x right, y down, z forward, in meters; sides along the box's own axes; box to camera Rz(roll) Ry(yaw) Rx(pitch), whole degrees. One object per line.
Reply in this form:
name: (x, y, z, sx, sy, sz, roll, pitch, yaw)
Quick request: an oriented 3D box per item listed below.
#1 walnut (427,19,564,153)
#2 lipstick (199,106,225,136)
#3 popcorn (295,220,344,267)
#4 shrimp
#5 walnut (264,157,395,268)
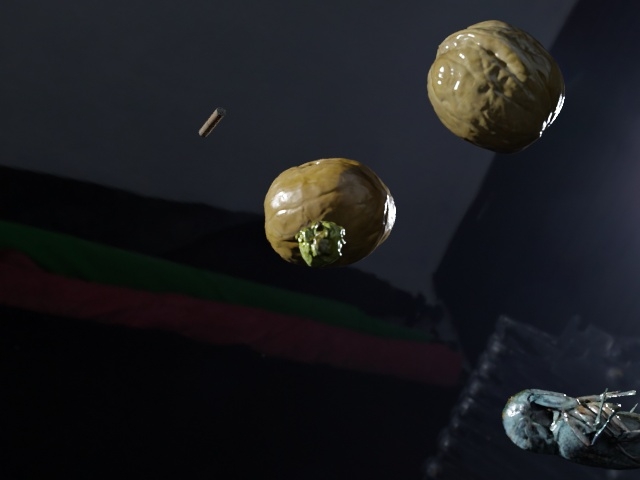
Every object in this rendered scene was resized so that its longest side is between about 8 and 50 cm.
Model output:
walnut: (0.390, -0.349, 1.854, 0.313, 0.277, 0.252, 41, -175, 17)
lipstick: (-0.203, -0.220, 1.533, 0.019, 0.018, 0.094, 11, 157, -26)
popcorn: (-0.003, 0.001, 1.120, 0.060, 0.068, 0.083, 26, -165, -24)
shrimp: (0.507, 0.329, 1.430, 0.373, 0.137, 0.172, -1, 164, 13)
walnut: (0.016, -0.046, 1.376, 0.222, 0.195, 0.195, -16, 174, 32)
